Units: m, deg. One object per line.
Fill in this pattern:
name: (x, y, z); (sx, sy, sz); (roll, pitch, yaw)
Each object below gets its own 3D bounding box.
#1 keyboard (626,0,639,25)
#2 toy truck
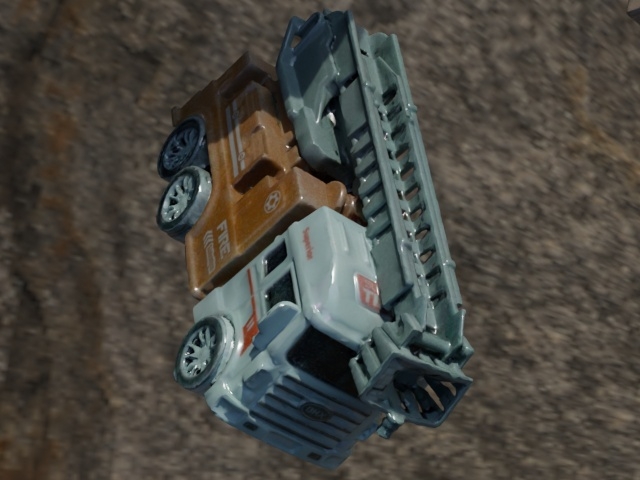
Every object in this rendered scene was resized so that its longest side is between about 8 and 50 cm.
keyboard: (0.207, -0.111, 0.759); (0.166, 0.055, 0.017); (-16, 51, 46)
toy truck: (0.000, 0.000, 1.219); (0.184, 0.133, 0.338); (-43, 37, 27)
